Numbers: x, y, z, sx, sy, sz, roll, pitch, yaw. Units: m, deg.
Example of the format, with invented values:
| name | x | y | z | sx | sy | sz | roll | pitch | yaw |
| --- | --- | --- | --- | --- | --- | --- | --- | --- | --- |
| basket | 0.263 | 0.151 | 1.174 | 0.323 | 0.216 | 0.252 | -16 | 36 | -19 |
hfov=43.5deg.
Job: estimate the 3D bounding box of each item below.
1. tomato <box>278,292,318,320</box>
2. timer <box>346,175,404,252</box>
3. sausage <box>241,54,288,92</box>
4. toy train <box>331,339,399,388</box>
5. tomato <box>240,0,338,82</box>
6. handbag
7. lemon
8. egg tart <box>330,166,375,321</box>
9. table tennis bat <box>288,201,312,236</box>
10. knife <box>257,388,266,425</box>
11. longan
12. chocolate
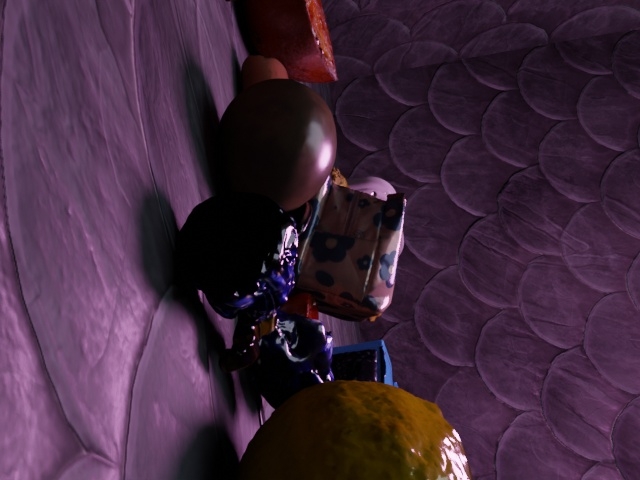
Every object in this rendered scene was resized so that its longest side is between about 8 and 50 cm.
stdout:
| name | x | y | z | sx | sy | sz | roll | pitch | yaw |
| --- | --- | --- | --- | --- | --- | --- | --- | --- | --- |
| tomato | -0.047 | 0.152 | 1.105 | 0.139 | 0.091 | 0.159 | 48 | 42 | -78 |
| timer | 0.090 | -0.034 | 2.067 | 0.087 | 0.236 | 0.262 | -89 | 169 | -56 |
| sausage | -0.083 | -0.176 | 1.313 | 0.086 | 0.086 | 0.289 | 70 | 12 | -64 |
| toy train | 0.095 | 0.393 | 1.781 | 0.300 | 0.187 | 0.265 | -89 | 164 | -47 |
| tomato | -0.073 | -0.442 | 1.550 | 0.338 | 0.143 | 0.339 | -13 | 90 | -83 |
| handbag | 0.026 | 0.013 | 1.247 | 0.251 | 0.190 | 0.193 | 122 | -13 | -80 |
| lemon | 0.037 | 0.283 | 0.861 | 0.322 | 0.268 | 0.268 | -60 | 141 | -73 |
| egg tart | 0.021 | 0.018 | 1.600 | 0.351 | 0.153 | 0.340 | -103 | 172 | -68 |
| table tennis bat | -0.060 | 0.007 | 1.075 | 0.019 | 0.130 | 0.220 | 43 | 14 | -17 |
| knife | -0.071 | 0.281 | 1.086 | 0.023 | 0.010 | 0.170 | 47 | 33 | -80 |
| longan | -0.067 | -0.123 | 1.086 | 0.204 | 0.159 | 0.185 | -5 | -110 | 58 |
| chocolate | -0.062 | 0.097 | 0.910 | 0.148 | 0.126 | 0.343 | -53 | 148 | -26 |
